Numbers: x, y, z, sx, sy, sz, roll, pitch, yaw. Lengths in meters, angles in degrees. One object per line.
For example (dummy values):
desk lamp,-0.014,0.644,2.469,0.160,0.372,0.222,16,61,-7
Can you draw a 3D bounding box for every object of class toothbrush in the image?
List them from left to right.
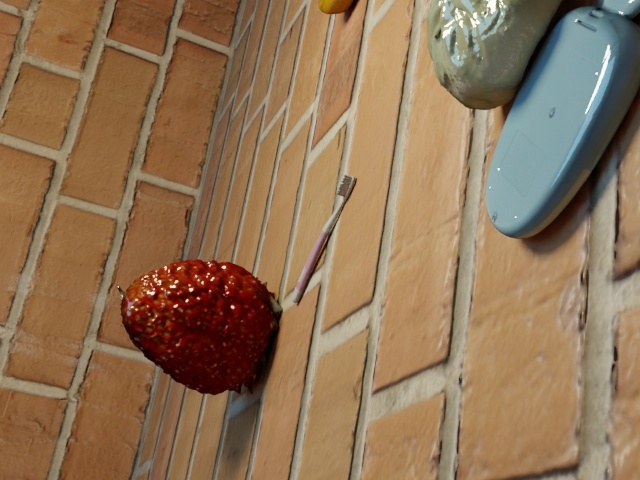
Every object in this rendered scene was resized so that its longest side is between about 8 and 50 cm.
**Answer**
toothbrush,0.000,0.000,1.709,0.020,0.025,0.286,-100,31,-59

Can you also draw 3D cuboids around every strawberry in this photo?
strawberry,-0.260,0.152,1.861,0.292,0.343,0.292,-35,41,37

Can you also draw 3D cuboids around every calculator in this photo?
calculator,0.256,-0.142,0.962,0.188,0.042,0.302,-110,39,-66

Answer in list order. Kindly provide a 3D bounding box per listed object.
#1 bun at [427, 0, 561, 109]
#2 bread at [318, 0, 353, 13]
bun,0.197,-0.270,1.086,0.231,0.133,0.231,-157,90,-86
bread,0.071,-0.585,1.977,0.239,0.074,0.092,123,164,-46
